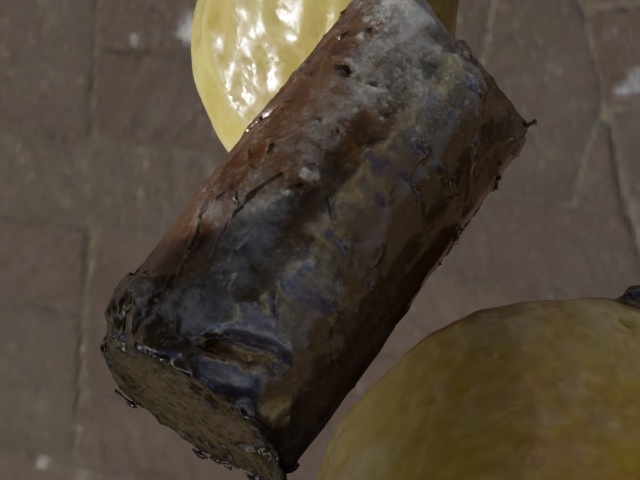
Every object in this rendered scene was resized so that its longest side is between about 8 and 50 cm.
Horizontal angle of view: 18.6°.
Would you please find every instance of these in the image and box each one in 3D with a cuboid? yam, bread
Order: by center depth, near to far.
[{"bbox_3d":[-0.001,-0.001,0.591,0.079,0.141,0.079,35,164,12],"label":"yam"},{"bbox_3d":[0.086,0.128,0.647,0.197,0.171,0.197,-1,137,-1],"label":"bread"}]

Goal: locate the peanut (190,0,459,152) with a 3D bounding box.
[{"bbox_3d":[0.002,-0.158,0.873,0.147,0.306,0.147,-3,174,0],"label":"peanut"}]
